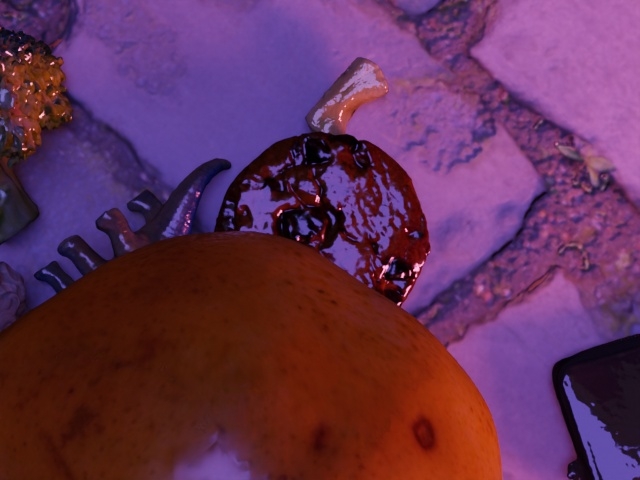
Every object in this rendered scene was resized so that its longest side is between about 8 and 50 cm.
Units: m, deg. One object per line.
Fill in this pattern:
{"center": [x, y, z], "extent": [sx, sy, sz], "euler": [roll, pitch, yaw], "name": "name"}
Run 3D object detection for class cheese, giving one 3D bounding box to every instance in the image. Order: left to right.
{"center": [0.025, -0.124, 0.930], "extent": [0.044, 0.030, 0.083], "euler": [41, 94, 7], "name": "cheese"}

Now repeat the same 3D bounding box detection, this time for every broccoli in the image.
{"center": [-0.301, -0.085, 0.878], "extent": [0.220, 0.194, 0.194], "euler": [-39, 85, -29], "name": "broccoli"}

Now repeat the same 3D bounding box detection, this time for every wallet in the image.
{"center": [0.325, 0.143, 0.901], "extent": [0.250, 0.044, 0.149], "euler": [-14, 80, -3], "name": "wallet"}

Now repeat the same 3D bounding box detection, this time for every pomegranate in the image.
{"center": [-0.066, 0.198, 0.730], "extent": [0.417, 0.416, 0.416], "euler": [0, 83, -2], "name": "pomegranate"}

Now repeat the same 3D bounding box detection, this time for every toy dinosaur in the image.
{"center": [-0.135, 0.053, 0.901], "extent": [0.248, 0.075, 0.188], "euler": [-39, 95, -11], "name": "toy dinosaur"}

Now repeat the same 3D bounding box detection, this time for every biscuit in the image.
{"center": [0.000, 0.000, 0.904], "extent": [0.192, 0.049, 0.192], "euler": [0, 90, 0], "name": "biscuit"}

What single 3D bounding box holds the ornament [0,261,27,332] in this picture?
{"center": [-0.387, 0.067, 0.852], "extent": [0.285, 0.120, 0.130], "euler": [7, 84, 1], "name": "ornament"}
